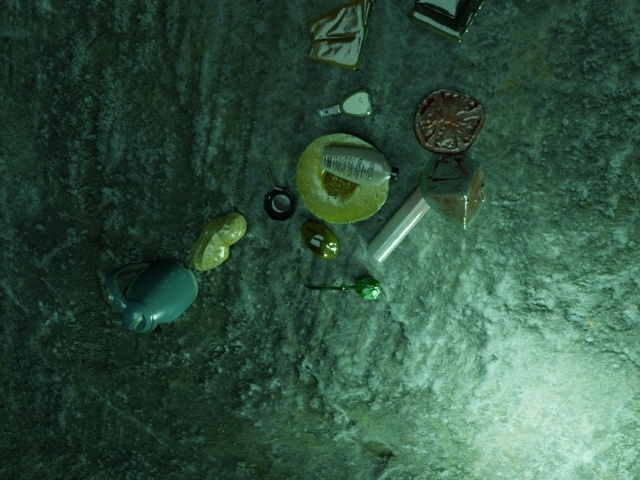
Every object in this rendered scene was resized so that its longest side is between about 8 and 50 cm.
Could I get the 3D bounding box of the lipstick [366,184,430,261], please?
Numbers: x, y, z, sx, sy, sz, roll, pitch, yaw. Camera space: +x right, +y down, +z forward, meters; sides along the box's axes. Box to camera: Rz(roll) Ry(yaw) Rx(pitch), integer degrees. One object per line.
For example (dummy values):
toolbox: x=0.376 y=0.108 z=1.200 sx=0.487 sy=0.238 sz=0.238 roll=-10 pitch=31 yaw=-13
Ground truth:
lipstick: x=0.306 y=-0.063 z=1.703 sx=0.087 sy=0.087 sz=0.327 roll=36 pitch=111 yaw=-4

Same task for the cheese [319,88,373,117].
cheese: x=0.090 y=-0.481 z=1.616 sx=0.192 sy=0.037 sz=0.097 roll=-11 pitch=106 yaw=12

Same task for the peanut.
peanut: x=-0.422 y=0.003 z=1.832 sx=0.147 sy=0.147 sz=0.305 roll=36 pitch=107 yaw=-4

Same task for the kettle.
kettle: x=-0.716 y=0.224 z=1.843 sx=0.319 sy=0.342 sz=0.247 roll=41 pitch=111 yaw=-6

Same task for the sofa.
sofa: x=0.406 y=-0.772 z=1.382 sx=0.200 sy=0.182 sz=0.258 roll=26 pitch=112 yaw=1

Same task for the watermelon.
watermelon: x=0.491 y=-0.179 z=1.544 sx=0.262 sy=0.213 sz=0.201 roll=39 pitch=153 yaw=-12

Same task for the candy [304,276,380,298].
candy: x=0.085 y=0.194 z=1.846 sx=0.323 sy=0.097 sz=0.097 roll=-1 pitch=109 yaw=18

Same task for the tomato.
tomato: x=0.442 y=-0.402 z=1.543 sx=0.237 sy=0.095 sz=0.236 roll=0 pitch=90 yaw=18

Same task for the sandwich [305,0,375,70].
sandwich: x=0.056 y=-0.724 z=1.523 sx=0.212 sy=0.063 sz=0.245 roll=16 pitch=110 yaw=5

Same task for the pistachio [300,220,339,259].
pistachio: x=0.004 y=0.000 z=1.769 sx=0.110 sy=0.100 sz=0.189 roll=-36 pitch=99 yaw=20

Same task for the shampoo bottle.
shampoo bottle: x=0.131 y=-0.245 z=1.471 sx=0.257 sy=0.078 sz=0.127 roll=16 pitch=119 yaw=9

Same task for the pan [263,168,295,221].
pan: x=-0.155 y=-0.179 z=1.760 sx=0.128 sy=0.048 sz=0.202 roll=9 pitch=112 yaw=5

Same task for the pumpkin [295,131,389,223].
pumpkin: x=0.095 y=-0.240 z=1.631 sx=0.332 sy=0.199 sz=0.332 roll=6 pitch=111 yaw=15
